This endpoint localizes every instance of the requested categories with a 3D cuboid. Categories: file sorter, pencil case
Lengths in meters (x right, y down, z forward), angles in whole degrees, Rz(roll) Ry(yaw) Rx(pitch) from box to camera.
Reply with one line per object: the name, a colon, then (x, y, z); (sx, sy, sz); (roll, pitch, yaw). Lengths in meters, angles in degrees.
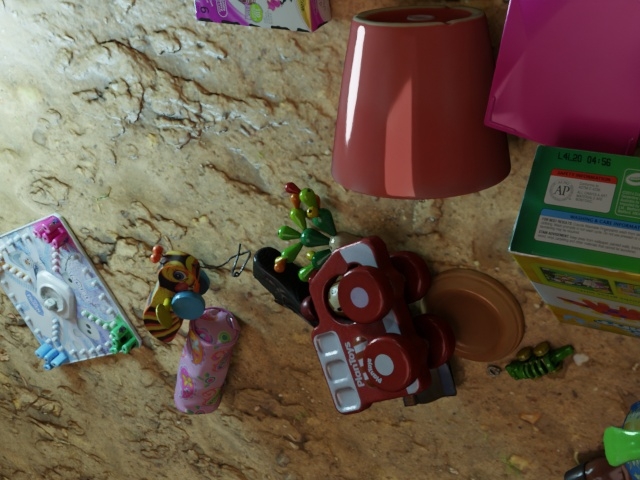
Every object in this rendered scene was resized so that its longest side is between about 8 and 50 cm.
file sorter: (0.368, -0.283, 1.182); (0.202, 0.182, 0.290); (22, 129, 21)
pencil case: (-0.258, 0.279, 2.035); (0.124, 0.124, 0.284); (30, 133, 13)

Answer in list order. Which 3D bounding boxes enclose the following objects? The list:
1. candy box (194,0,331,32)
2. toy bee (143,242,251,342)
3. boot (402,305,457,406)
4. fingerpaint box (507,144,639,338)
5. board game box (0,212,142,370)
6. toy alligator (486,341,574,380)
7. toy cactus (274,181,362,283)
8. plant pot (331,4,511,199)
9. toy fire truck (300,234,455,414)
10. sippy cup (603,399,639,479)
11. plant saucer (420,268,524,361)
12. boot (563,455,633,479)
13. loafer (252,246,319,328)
candy box: (-0.103, -0.435, 1.469); (0.234, 0.071, 0.159); (12, 125, 27)
toy bee: (-0.304, 0.080, 1.895); (0.162, 0.195, 0.298); (33, 101, -20)
boot: (0.200, 0.213, 1.729); (0.106, 0.082, 0.219); (-6, 108, 8)
fingerpaint box: (0.519, 0.037, 1.188); (0.445, 0.163, 0.371); (11, 166, 28)
board game box: (-0.678, 0.147, 2.266); (0.390, 0.050, 0.389); (-16, 110, 40)
toy alligator: (0.371, 0.231, 1.622); (0.190, 0.051, 0.056); (-26, 103, 42)
toy cactus: (0.000, 0.000, 1.690); (0.181, 0.112, 0.218); (12, 118, 15)
plant pot: (0.148, -0.217, 1.342); (0.275, 0.275, 0.243); (9, 114, 29)
toy fire truck: (0.078, 0.156, 1.629); (0.254, 0.169, 0.302); (-22, 89, 37)
sippy cup: (0.592, 0.314, 1.378); (0.305, 0.240, 0.224); (39, 156, -9)
plant saucer: (0.271, 0.145, 1.640); (0.200, 0.037, 0.199); (17, 129, 23)
boot: (0.628, 0.469, 1.614); (0.280, 0.096, 0.264); (-34, 91, 36)
loafer: (-0.050, 0.104, 1.808); (0.220, 0.080, 0.078); (44, 144, 7)
